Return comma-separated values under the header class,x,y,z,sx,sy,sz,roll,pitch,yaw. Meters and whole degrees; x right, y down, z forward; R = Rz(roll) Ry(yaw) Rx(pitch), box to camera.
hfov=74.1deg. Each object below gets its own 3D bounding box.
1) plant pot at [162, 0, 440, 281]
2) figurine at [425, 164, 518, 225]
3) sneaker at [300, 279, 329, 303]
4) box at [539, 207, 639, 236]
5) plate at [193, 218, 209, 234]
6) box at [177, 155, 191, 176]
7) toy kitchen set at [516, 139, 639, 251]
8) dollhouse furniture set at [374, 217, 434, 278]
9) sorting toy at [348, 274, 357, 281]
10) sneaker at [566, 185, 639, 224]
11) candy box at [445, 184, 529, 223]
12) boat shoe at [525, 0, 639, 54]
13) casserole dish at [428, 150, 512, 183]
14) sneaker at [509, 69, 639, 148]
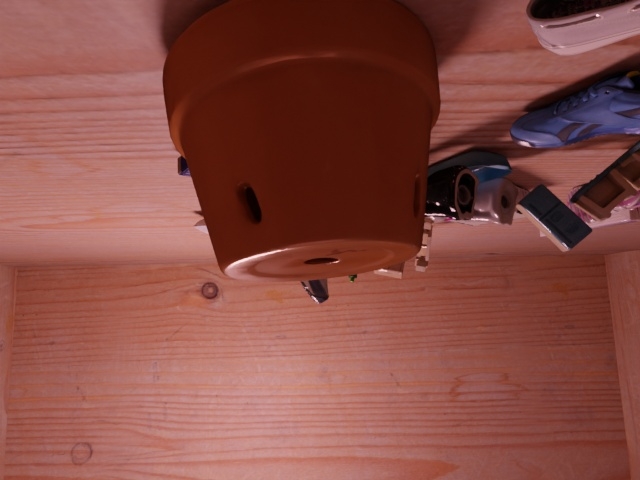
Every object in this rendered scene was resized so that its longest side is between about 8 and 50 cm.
class,x,y,z,sx,sy,sz,roll,pitch,yaw
plant pot,-0.011,-0.071,0.448,0.291,0.203,0.291,-5,167,-1
figurine,0.232,-0.076,0.817,0.215,0.092,0.210,4,179,-38
sneaker,0.000,0.000,0.946,0.122,0.282,0.110,-14,149,9
box,0.825,-0.064,1.314,0.063,0.067,0.324,0,171,-16
plate,-0.212,-0.045,1.317,0.278,0.045,0.278,-3,172,5
box,-0.118,-0.138,0.674,0.137,0.036,0.225,4,170,-40
toy kitchen set,0.463,-0.101,0.706,0.207,0.122,0.166,-43,164,6
dollhouse furniture set,0.236,-0.041,1.473,0.304,0.173,0.355,9,146,15
sorting toy,0.007,0.058,1.298,0.127,0.126,0.366,-6,160,43
sneaker,0.671,-0.097,0.969,0.105,0.095,0.236,-8,172,-7
candy box,0.377,-0.090,1.011,0.234,0.071,0.159,7,168,-44
boat shoe,0.242,-0.191,0.297,0.063,0.066,0.184,4,180,-41
casserole dish,0.272,-0.131,0.812,0.114,0.036,0.188,3,170,-27
sneaker,0.335,-0.167,0.515,0.209,0.069,0.082,3,145,44
